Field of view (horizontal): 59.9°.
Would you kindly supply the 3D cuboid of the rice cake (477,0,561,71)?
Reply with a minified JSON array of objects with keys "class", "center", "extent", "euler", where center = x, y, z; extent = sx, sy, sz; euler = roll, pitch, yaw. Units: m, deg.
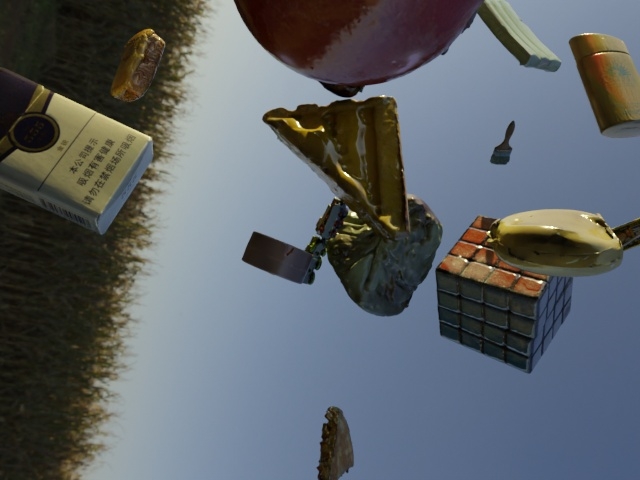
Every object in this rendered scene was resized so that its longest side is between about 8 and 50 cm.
[{"class":"rice cake","center":[0.452,-0.479,1.290],"extent":[0.043,0.127,0.237],"euler":[-54,-129,45]}]

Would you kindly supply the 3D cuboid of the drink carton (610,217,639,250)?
[{"class":"drink carton","center":[0.873,-0.021,1.537],"extent":[0.056,0.166,0.071],"euler":[27,41,-78]}]

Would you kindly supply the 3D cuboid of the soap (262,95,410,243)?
[{"class":"soap","center":[0.031,-0.133,1.222],"extent":[0.169,0.304,0.338],"euler":[65,21,-67]}]

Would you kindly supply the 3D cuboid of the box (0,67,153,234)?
[{"class":"box","center":[-0.410,-0.137,0.846],"extent":[0.071,0.259,0.168],"euler":[126,-12,-63]}]

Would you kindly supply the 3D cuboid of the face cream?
[{"class":"face cream","center":[0.701,-0.380,1.338],"extent":[0.067,0.139,0.285],"euler":[97,-11,-64]}]

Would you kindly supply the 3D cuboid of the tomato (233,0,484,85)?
[{"class":"tomato","center":[0.054,-0.337,0.614],"extent":[0.325,0.290,0.293],"euler":[-70,-168,-20]}]

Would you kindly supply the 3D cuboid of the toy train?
[{"class":"toy train","center":[0.000,0.000,1.422],"extent":[0.249,0.053,0.085],"euler":[-64,-158,19]}]

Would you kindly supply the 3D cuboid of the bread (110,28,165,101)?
[{"class":"bread","center":[-0.326,-0.310,0.989],"extent":[0.074,0.053,0.132],"euler":[-1,-114,47]}]

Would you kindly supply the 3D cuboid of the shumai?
[{"class":"shumai","center":[0.192,0.012,1.470],"extent":[0.263,0.309,0.304],"euler":[-44,-161,32]}]

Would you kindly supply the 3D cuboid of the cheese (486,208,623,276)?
[{"class":"cheese","center":[0.595,0.002,1.450],"extent":[0.259,0.316,0.128],"euler":[-85,177,-68]}]

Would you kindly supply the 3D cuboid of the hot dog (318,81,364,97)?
[{"class":"hot dog","center":[-0.013,-0.382,1.134],"extent":[0.082,0.270,0.162],"euler":[-58,-161,4]}]

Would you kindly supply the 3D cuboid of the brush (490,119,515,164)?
[{"class":"brush","center":[0.647,-0.340,1.939],"extent":[0.196,0.070,0.021],"euler":[91,2,-52]}]

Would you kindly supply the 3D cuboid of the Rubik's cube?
[{"class":"Rubik's cube","center":[0.612,0.165,1.840],"extent":[0.344,0.344,0.337],"euler":[18,-43,38]}]

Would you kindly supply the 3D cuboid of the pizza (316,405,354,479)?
[{"class":"pizza","center":[0.026,0.521,1.345],"extent":[0.199,0.062,0.188],"euler":[-51,129,-65]}]

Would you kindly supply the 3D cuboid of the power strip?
[{"class":"power strip","center":[-0.098,0.040,1.264],"extent":[0.078,0.154,0.154],"euler":[-69,-159,-3]}]
